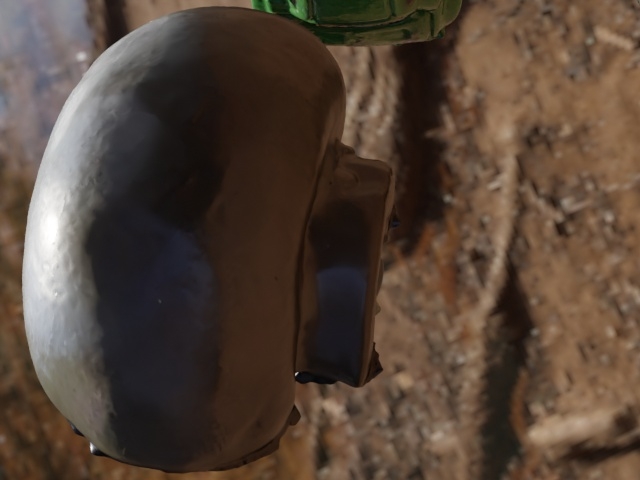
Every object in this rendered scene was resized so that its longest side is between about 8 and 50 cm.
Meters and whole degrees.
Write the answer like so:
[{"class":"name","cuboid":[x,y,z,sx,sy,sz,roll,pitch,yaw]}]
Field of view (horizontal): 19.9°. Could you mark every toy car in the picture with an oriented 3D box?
[{"class":"toy car","cuboid":[0.025,-0.271,1.538,0.359,0.213,0.176,86,-176,-58]}]

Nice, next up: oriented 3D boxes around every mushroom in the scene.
[{"class":"mushroom","cuboid":[-0.045,-0.012,0.691,0.117,0.141,0.188,79,-162,-62]}]

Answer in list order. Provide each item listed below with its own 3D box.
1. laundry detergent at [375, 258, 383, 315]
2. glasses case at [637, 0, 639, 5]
[{"class":"laundry detergent","cuboid":[-0.001,0.001,1.824,0.096,0.061,0.206,-27,97,43]},{"class":"glasses case","cuboid":[0.395,-0.198,1.351,0.156,0.425,0.098,-52,53,33]}]
